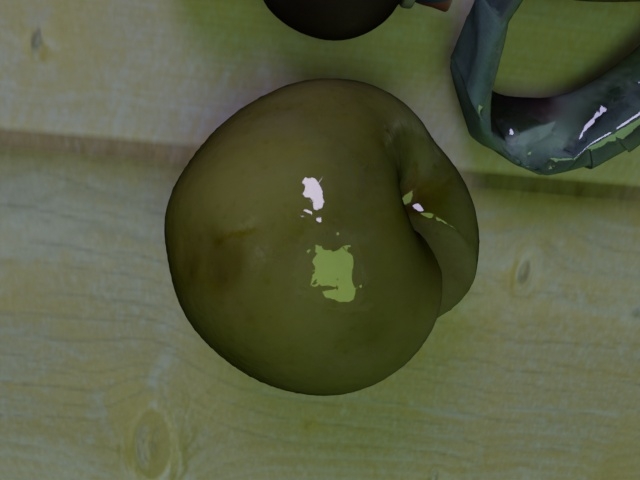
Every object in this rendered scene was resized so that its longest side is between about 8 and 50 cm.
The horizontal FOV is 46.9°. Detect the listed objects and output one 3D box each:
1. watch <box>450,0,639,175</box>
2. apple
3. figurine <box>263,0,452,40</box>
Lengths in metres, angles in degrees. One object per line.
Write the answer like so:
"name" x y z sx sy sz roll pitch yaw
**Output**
"watch" 0.257 -0.182 0.702 0.253 0.162 0.241 -3 123 -4
"apple" 0.000 0.000 0.686 0.254 0.292 0.292 -15 121 34
"figurine" -0.010 -0.266 0.630 0.275 0.161 0.158 23 96 -21
